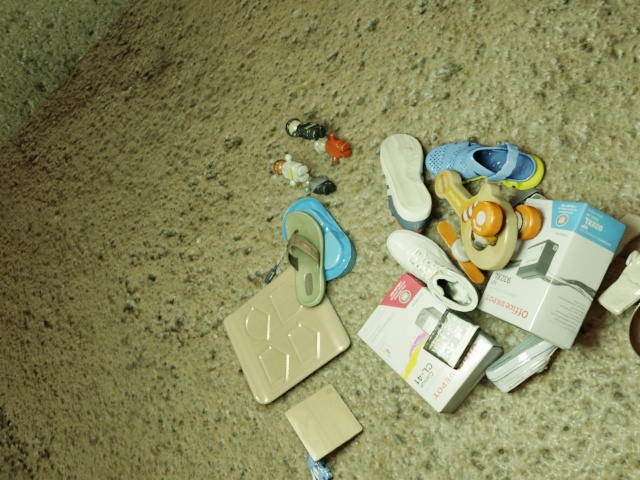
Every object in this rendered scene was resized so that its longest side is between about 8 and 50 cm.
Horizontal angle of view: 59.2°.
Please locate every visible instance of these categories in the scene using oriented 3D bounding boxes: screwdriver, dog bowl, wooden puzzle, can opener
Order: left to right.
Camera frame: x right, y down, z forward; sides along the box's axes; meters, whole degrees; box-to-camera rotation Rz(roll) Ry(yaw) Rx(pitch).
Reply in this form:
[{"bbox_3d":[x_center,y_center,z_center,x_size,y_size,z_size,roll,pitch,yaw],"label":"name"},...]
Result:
[{"bbox_3d":[-0.134,0.069,1.858,0.025,0.024,0.170,35,90,3],"label":"screwdriver"},{"bbox_3d":[-0.105,0.285,1.752,0.347,0.080,0.322,-36,62,13],"label":"wooden puzzle"},{"bbox_3d":[0.000,0.000,1.760,0.166,0.074,0.297,-45,59,13],"label":"dog bowl"},{"bbox_3d":[0.480,-0.022,1.492,0.283,0.076,0.095,-44,27,15],"label":"can opener"}]

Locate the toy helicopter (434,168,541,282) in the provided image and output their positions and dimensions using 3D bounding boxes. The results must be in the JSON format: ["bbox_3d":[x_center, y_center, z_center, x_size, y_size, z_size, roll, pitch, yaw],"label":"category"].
[{"bbox_3d":[0.378,-0.055,1.431,0.355,0.140,0.235,-113,33,-49],"label":"toy helicopter"}]

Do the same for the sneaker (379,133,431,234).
[{"bbox_3d":[0.240,-0.158,1.637,0.131,0.148,0.350,-2,51,2],"label":"sneaker"}]

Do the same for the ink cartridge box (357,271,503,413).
[{"bbox_3d":[0.285,0.265,1.486,0.306,0.131,0.226,41,99,34],"label":"ink cartridge box"}]

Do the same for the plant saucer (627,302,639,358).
[{"bbox_3d":[0.760,0.179,1.224,0.198,0.036,0.199,0,109,1],"label":"plant saucer"}]

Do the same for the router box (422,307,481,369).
[{"bbox_3d":[0.320,0.239,1.372,0.092,0.038,0.123,32,92,33],"label":"router box"}]

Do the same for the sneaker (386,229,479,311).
[{"bbox_3d":[0.286,0.069,1.435,0.292,0.169,0.108,39,97,13],"label":"sneaker"}]

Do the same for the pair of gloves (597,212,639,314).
[{"bbox_3d":[0.686,0.042,1.278,0.204,0.042,0.240,-41,25,15],"label":"pair of gloves"}]

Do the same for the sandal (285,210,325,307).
[{"bbox_3d":[-0.049,0.047,1.681,0.120,0.086,0.303,-20,68,25],"label":"sandal"}]

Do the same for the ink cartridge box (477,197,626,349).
[{"bbox_3d":[0.532,0.069,1.325,0.308,0.128,0.223,-66,17,1],"label":"ink cartridge box"}]

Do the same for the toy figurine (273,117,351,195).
[{"bbox_3d":[-0.034,-0.260,1.770,0.148,0.213,0.210,23,93,43],"label":"toy figurine"}]

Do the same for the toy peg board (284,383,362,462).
[{"bbox_3d":[0.008,0.528,1.606,0.160,0.079,0.161,-28,58,-19],"label":"toy peg board"}]

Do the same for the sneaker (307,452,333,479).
[{"bbox_3d":[0.004,0.655,1.602,0.059,0.053,0.144,-25,73,22],"label":"sneaker"}]

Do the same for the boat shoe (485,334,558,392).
[{"bbox_3d":[0.517,0.289,1.381,0.226,0.083,0.076,-36,93,14],"label":"boat shoe"}]

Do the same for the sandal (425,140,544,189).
[{"bbox_3d":[0.429,-0.218,1.522,0.317,0.138,0.126,7,83,34],"label":"sandal"}]
